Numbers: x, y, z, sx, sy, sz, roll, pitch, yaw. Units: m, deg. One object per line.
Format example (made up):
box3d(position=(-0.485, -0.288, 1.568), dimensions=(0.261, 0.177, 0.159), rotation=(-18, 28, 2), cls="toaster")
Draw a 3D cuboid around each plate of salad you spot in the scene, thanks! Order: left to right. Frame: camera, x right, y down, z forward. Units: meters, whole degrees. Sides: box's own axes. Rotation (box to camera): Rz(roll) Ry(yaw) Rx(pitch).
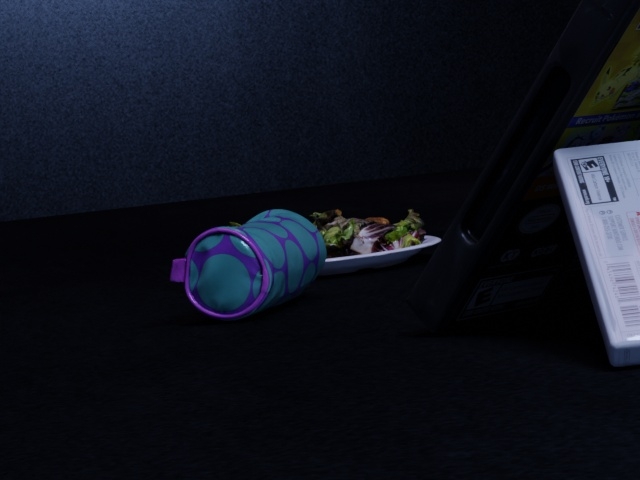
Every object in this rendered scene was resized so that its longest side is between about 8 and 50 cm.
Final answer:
box3d(position=(0.000, 0.000, 1.651), dimensions=(0.200, 0.048, 0.200), rotation=(-6, 3, 0), cls="plate of salad")

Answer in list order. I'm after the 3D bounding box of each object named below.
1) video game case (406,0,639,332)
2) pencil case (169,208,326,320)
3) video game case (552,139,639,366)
box3d(position=(0.203, -0.062, 1.170), dimensions=(0.275, 0.248, 0.035), rotation=(-9, 49, -42), cls="video game case")
box3d(position=(-0.047, 0.016, 1.385), dimensions=(0.070, 0.064, 0.152), rotation=(12, 8, 13), cls="pencil case")
box3d(position=(0.202, -0.001, 1.006), dimensions=(0.143, 0.019, 0.157), rotation=(-6, 40, -2), cls="video game case")
